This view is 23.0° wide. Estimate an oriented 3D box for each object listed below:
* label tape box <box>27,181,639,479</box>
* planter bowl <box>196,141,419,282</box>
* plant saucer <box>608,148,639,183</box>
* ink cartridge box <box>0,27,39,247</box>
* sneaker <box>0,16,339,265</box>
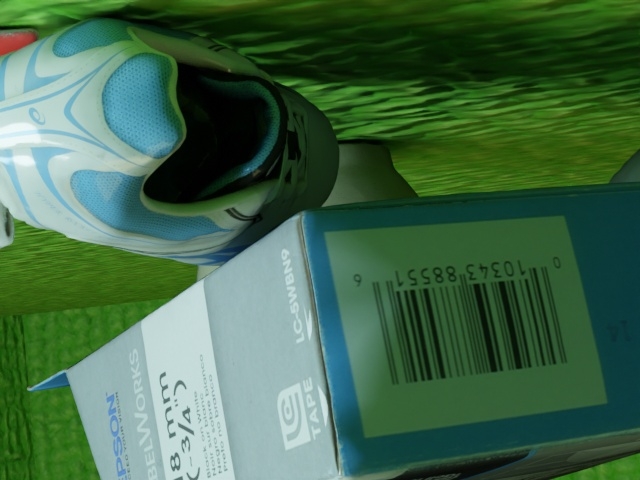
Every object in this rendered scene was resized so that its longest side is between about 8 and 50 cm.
[{"bbox_3d":[0.030,0.072,0.737,0.241,0.106,0.334,-4,166,-28],"label":"label tape box"},{"bbox_3d":[0.000,0.000,0.952,0.162,0.109,0.162,-5,176,0],"label":"planter bowl"},{"bbox_3d":[0.336,-0.010,0.756,0.400,0.100,0.400,11,157,5],"label":"plant saucer"},{"bbox_3d":[-0.270,-0.020,0.611,0.296,0.066,0.261,-4,177,-18],"label":"ink cartridge box"},{"bbox_3d":[-0.037,-0.033,0.596,0.086,0.085,0.237,-1,179,22],"label":"sneaker"}]
